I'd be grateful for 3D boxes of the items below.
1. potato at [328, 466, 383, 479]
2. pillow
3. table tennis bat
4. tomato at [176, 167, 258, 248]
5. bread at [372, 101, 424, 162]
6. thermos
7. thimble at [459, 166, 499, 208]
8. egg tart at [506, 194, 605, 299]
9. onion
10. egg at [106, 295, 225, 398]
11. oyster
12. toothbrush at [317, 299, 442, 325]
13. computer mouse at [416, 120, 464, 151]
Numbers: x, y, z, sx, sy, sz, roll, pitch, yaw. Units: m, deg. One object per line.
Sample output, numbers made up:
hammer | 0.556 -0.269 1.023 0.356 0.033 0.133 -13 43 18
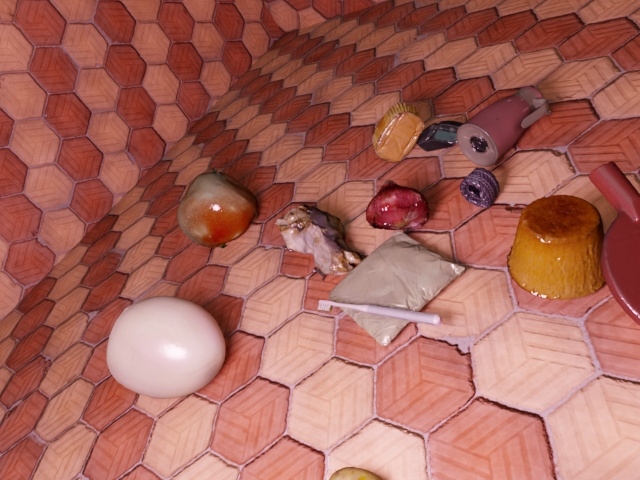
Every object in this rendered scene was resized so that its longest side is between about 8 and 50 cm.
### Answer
potato | 0.070 0.480 1.051 0.138 0.070 0.091 0 47 41
pillow | 0.181 0.107 1.420 0.281 0.076 0.274 -42 35 -9
table tennis bat | 0.630 0.017 1.007 0.268 0.051 0.414 -18 57 -6
tomato | -0.395 -0.128 2.084 0.303 0.239 0.303 -25 37 21
bread | 0.259 -0.367 1.871 0.190 0.132 0.114 -54 22 29
thermos | 0.548 -0.347 1.611 0.265 0.146 0.176 -39 26 -16
thimble | 0.428 -0.144 1.488 0.066 0.104 0.095 -50 34 -18
egg tart | 0.504 0.008 1.168 0.215 0.170 0.215 -10 40 9
onion | 0.214 -0.102 1.551 0.184 0.184 0.147 -16 75 28
egg | -0.419 0.296 1.537 0.345 0.283 0.283 4 48 25
oyster | -0.007 0.000 1.663 0.198 0.133 0.337 -17 44 -20
toothbrush | 0.132 0.172 1.328 0.342 0.025 0.030 1 63 37
computer mouse | 0.396 -0.351 1.820 0.192 0.062 0.105 0 47 44
